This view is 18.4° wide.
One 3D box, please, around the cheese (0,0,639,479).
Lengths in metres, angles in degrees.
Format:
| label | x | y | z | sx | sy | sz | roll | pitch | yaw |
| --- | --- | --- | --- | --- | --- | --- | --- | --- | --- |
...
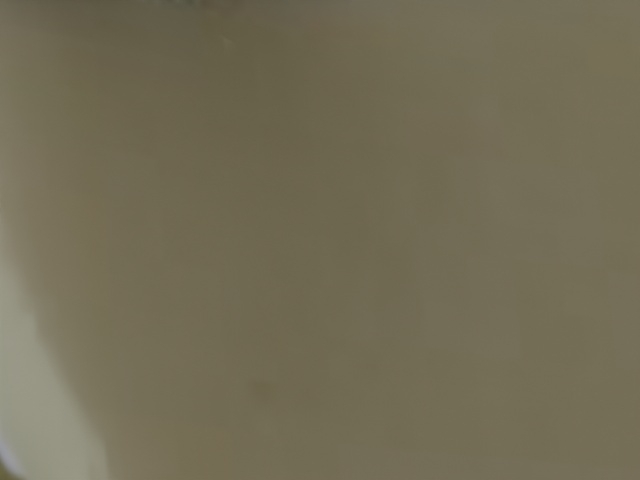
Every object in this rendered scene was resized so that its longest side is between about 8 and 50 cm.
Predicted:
| label | x | y | z | sx | sy | sz | roll | pitch | yaw |
| --- | --- | --- | --- | --- | --- | --- | --- | --- | --- |
| cheese | 0.000 | 0.000 | 0.442 | 0.266 | 0.127 | 0.233 | -2 | 87 | -28 |
